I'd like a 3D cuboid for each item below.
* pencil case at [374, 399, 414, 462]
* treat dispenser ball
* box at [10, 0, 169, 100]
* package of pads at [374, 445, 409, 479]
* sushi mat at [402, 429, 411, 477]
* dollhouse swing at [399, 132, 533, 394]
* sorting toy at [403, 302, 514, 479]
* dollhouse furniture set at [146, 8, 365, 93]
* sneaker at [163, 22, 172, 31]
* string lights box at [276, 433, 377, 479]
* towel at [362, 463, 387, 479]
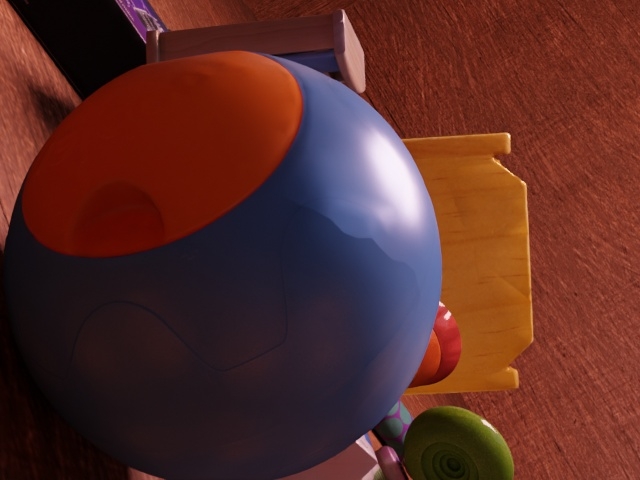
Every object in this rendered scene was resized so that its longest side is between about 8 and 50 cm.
[{"bbox_3d":[0.115,0.285,1.618,0.152,0.064,0.070,56,24,-24],"label":"pencil case"},{"bbox_3d":[-0.063,0.018,0.683,0.288,0.288,0.288,58,8,-13],"label":"treat dispenser ball"},{"bbox_3d":[-0.258,-0.258,1.171,0.261,0.103,0.184,56,6,-25],"label":"box"},{"bbox_3d":[0.107,0.341,1.478,0.083,0.032,0.050,63,8,20],"label":"package of pads"},{"bbox_3d":[0.161,0.334,1.356,0.151,0.019,0.316,48,-10,17],"label":"sushi mat"},{"bbox_3d":[0.134,0.022,1.502,0.305,0.315,0.347,-47,134,-82],"label":"dollhouse swing"},{"bbox_3d":[0.114,0.234,1.064,0.126,0.127,0.365,-34,104,-54],"label":"sorting toy"},{"bbox_3d":[-0.048,-0.050,1.071,0.286,0.198,0.303,32,55,-77],"label":"dollhouse furniture set"},{"bbox_3d":[-0.246,-0.308,1.528,0.078,0.067,0.188,68,13,14],"label":"sneaker"},{"bbox_3d":[-0.030,0.149,0.955,0.133,0.077,0.260,43,2,-6],"label":"string lights box"},{"bbox_3d":[0.060,0.306,1.301,0.325,0.038,0.248,60,7,5],"label":"towel"}]
